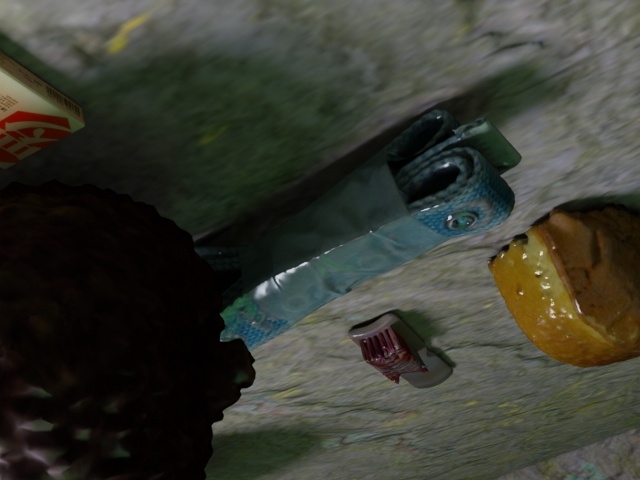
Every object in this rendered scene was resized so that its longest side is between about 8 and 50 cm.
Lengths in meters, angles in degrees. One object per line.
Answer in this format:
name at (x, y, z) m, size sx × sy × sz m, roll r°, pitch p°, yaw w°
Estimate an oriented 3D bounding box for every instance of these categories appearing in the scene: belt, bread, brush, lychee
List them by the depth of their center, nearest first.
lychee at (-0.174, 0.082, 0.479) m, size 0.271 × 0.236 × 0.236 m, roll -7°, pitch 155°, yaw 4°
belt at (0.000, 0.000, 0.594) m, size 0.302 × 0.087 × 0.072 m, roll -29°, pitch 140°, yaw 22°
bread at (0.287, 0.055, 0.828) m, size 0.229 × 0.140 × 0.143 m, roll 4°, pitch 156°, yaw -34°
brush at (0.114, 0.156, 1.018) m, size 0.060 × 0.050 × 0.321 m, roll -26°, pitch 154°, yaw 11°

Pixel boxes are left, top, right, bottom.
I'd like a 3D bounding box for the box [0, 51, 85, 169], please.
box at (-0.173, -0.071, 0.419) m, size 0.058 × 0.015 × 0.093 m, roll -26°, pitch 152°, yaw 14°
